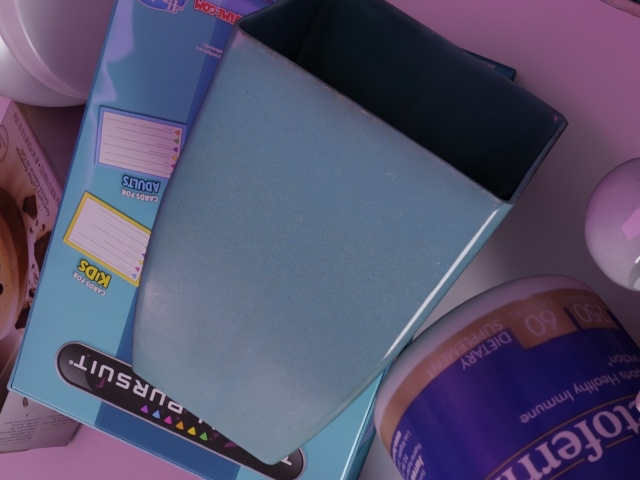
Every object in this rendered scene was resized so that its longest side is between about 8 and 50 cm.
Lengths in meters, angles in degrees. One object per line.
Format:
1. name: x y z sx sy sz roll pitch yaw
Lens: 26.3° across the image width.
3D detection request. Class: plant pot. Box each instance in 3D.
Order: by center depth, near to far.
1. plant pot: 0.000 0.000 0.789 0.166 0.165 0.234 33 118 6

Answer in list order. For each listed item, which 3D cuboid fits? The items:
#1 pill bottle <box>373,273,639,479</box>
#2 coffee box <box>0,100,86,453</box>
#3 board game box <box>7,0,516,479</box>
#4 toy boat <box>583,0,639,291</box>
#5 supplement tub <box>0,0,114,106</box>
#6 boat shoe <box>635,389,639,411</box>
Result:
1. pill bottle: 0.151 0.159 0.726 0.153 0.153 0.264 -57 50 32
2. coffee box: -0.255 0.038 1.245 0.297 0.119 0.168 -57 50 32
3. board game box: -0.048 -0.002 0.929 0.254 0.079 0.336 24 111 10
4. toy boat: 0.205 -0.131 0.673 0.268 0.148 0.318 10 96 50
5. supplement tub: -0.266 -0.243 1.158 0.331 0.241 0.241 18 102 43
6. boat shoe: 0.236 -0.014 0.599 0.267 0.088 0.096 -55 7 4
